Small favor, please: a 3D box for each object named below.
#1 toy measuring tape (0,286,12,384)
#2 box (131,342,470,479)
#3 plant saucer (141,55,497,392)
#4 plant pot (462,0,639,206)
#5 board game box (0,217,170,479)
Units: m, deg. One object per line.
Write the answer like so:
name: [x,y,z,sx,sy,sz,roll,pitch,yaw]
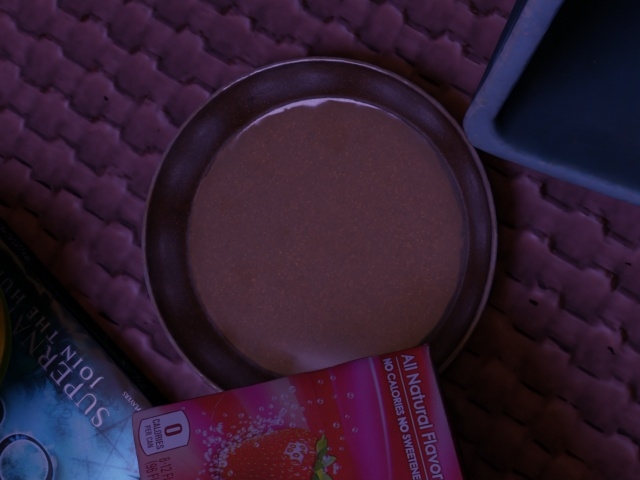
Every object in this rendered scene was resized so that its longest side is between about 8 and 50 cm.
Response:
toy measuring tape: [-0.183,0.104,0.670,0.121,0.121,0.330,-17,80,13]
box: [0.017,0.186,0.591,0.128,0.123,0.257,-14,61,2]
plant saucer: [0.000,0.000,0.704,0.168,0.029,0.168,-1,87,13]
plant pot: [0.222,-0.147,0.534,0.247,0.247,0.252,20,70,0]
board game box: [-0.165,0.073,0.744,0.126,0.026,0.186,-46,78,8]
